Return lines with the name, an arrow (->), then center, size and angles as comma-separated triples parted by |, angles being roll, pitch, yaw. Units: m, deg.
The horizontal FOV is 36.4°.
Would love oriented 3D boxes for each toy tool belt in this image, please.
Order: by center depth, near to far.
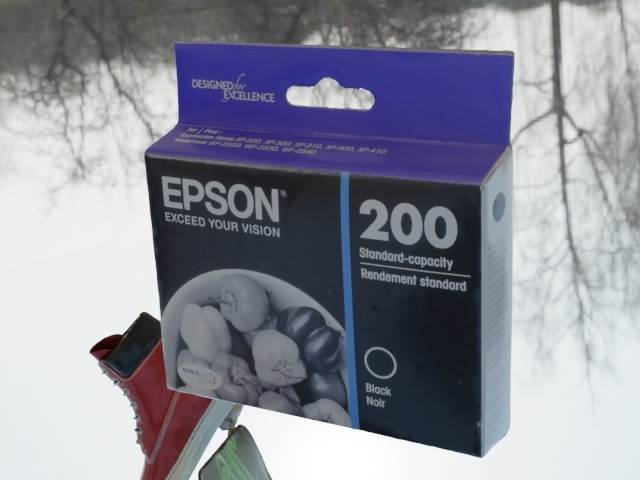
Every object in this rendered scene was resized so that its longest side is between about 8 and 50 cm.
toy tool belt -> -0.137, 0.217, 1.253 | 0.083, 0.051, 0.052 | 28, -154, 32

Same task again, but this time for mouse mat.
mouse mat -> -0.046, 0.263, 0.853 | 0.007, 0.189, 0.152 | -27, -178, 12

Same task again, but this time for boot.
boot -> -0.215, 0.207, 1.167 | 0.176, 0.244, 0.088 | 26, -165, -10

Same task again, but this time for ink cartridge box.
ink cartridge box -> 0.000, 0.000, 0.528 | 0.206, 0.208, 0.045 | 7, -160, 28
